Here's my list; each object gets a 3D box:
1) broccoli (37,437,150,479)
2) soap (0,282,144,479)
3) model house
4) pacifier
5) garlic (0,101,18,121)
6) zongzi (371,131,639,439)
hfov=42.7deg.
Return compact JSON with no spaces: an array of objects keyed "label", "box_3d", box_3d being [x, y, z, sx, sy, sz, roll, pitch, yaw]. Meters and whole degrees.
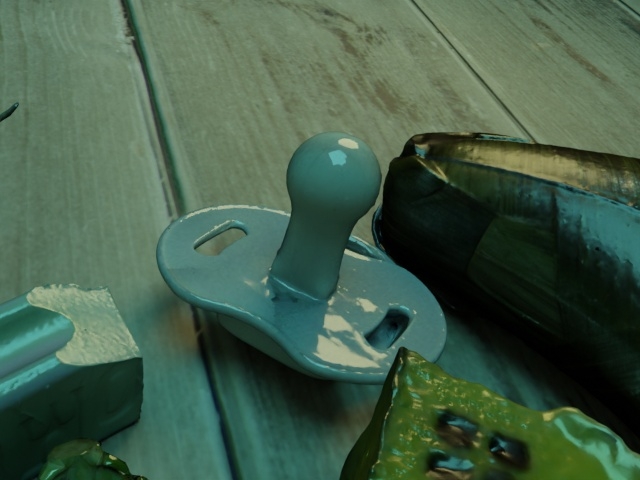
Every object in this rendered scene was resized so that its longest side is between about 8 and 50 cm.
[{"label":"broccoli","box_3d":[-0.163,0.201,0.573,0.130,0.120,0.131,-11,8,-6]},{"label":"soap","box_3d":[-0.240,0.123,0.635,0.230,0.145,0.091,-26,61,-34]},{"label":"model house","box_3d":[0.116,0.222,0.575,0.234,0.193,0.175,23,38,8]},{"label":"pacifier","box_3d":[0.000,0.000,0.785,0.299,0.233,0.244,27,36,16]},{"label":"garlic","box_3d":[-0.393,0.017,0.683,0.151,0.196,0.338,43,41,11]},{"label":"zongzi","box_3d":[0.232,0.077,0.815,0.403,0.208,0.432,11,49,6]}]
